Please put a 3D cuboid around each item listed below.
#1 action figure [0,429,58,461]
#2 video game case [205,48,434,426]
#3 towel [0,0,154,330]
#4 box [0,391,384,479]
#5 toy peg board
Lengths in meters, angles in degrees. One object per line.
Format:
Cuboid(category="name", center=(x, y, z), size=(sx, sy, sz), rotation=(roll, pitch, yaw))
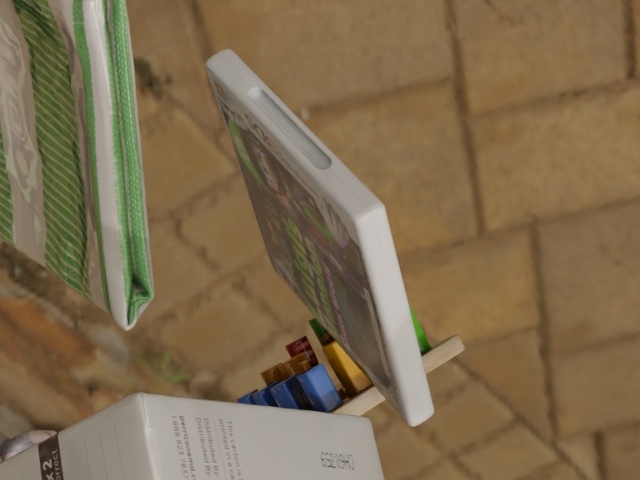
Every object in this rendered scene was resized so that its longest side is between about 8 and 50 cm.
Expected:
Cuboid(category="action figure", center=(-0.336, 0.179, 1.305), size=(0.248, 0.276, 0.370), rotation=(-34, 144, -10))
Cuboid(category="video game case", center=(0.000, 0.000, 0.995), size=(0.022, 0.173, 0.190), rotation=(-31, 138, -13))
Cuboid(category="towel", center=(-0.221, -0.096, 1.151), size=(0.038, 0.324, 0.248), rotation=(-22, 122, -33))
Cuboid(category="box", center=(-0.051, 0.184, 0.843), size=(0.119, 0.181, 0.182), rotation=(-29, 154, 33))
Cuboid(category="toy peg board", center=(0.005, 0.106, 1.389), size=(0.160, 0.079, 0.161), rotation=(-28, 180, -35))
